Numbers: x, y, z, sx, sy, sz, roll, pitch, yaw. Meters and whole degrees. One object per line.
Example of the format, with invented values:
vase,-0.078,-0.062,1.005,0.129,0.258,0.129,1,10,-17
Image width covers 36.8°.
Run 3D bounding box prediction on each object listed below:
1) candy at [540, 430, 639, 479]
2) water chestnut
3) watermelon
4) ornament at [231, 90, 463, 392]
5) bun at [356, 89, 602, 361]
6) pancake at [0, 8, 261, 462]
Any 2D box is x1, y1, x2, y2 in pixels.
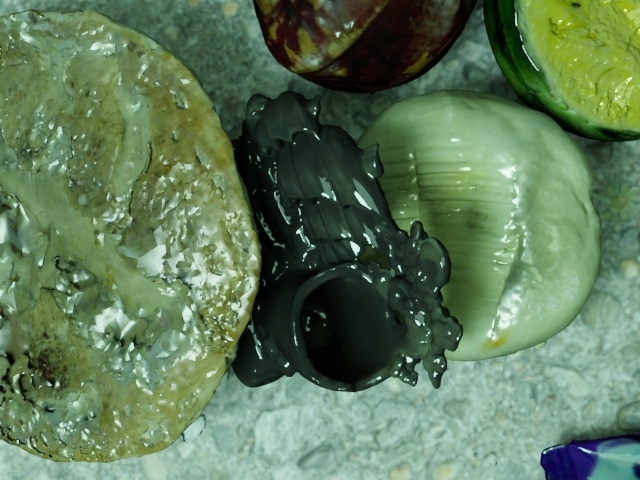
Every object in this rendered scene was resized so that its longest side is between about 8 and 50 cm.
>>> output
candy,0.330,0.194,0.805,0.275,0.070,0.145,-21,95,0
water chestnut,0.024,-0.236,0.760,0.238,0.223,0.224,14,88,-29
watermelon,0.217,-0.186,0.790,0.232,0.127,0.204,41,74,-12
ornament,0.000,0.000,0.734,0.106,0.260,0.251,-15,86,-26
bun,0.128,-0.012,0.788,0.229,0.145,0.229,6,99,43
pancake,-0.215,-0.002,0.797,0.386,0.082,0.387,3,97,23
